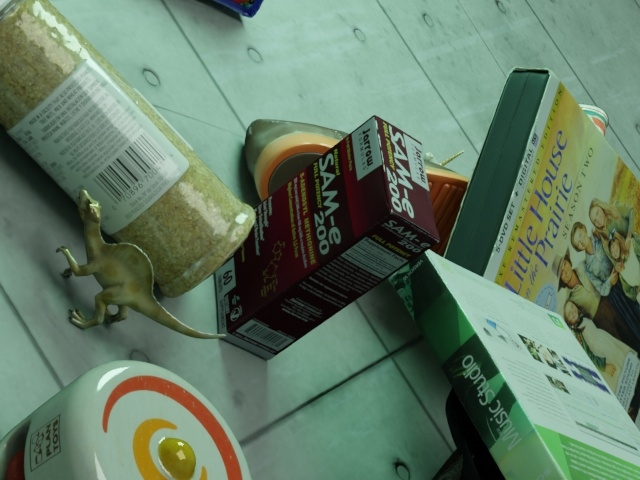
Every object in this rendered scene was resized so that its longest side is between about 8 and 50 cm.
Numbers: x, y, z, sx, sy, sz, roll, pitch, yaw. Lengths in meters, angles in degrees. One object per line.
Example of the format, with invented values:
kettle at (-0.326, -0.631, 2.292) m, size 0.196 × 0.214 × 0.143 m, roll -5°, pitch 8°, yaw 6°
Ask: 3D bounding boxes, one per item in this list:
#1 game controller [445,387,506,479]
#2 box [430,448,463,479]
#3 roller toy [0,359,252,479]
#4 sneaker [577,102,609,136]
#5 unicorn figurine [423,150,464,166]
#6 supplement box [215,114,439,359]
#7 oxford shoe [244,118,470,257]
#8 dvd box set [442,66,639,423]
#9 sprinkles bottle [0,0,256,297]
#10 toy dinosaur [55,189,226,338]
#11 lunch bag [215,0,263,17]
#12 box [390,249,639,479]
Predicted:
game controller at (0.245, 0.243, 1.633) m, size 0.319 × 0.067 × 0.166 m, roll 29°, pitch 37°, yaw -35°
box at (0.200, 0.308, 1.704) m, size 0.191 × 0.143 × 0.381 m, roll 54°, pitch 28°, yaw 1°
roller toy at (-0.153, 0.199, 1.309) m, size 0.191 × 0.146 × 0.209 m, roll 55°, pitch 31°, yaw 3°
sneaker at (0.322, -0.156, 2.351) m, size 0.075 × 0.161 × 0.057 m, roll -72°, pitch 163°, yaw -49°
unicorn figurine at (0.101, -0.074, 2.044) m, size 0.111 × 0.060 × 0.162 m, roll 39°, pitch 49°, yaw -25°
supplement box at (0.000, 0.000, 1.633) m, size 0.073 × 0.239 × 0.130 m, roll 29°, pitch 38°, yaw -36°
oxford shoe at (0.078, -0.058, 1.892) m, size 0.364 × 0.130 × 0.132 m, roll 23°, pitch 20°, yaw -30°
dvd box set at (0.289, 0.036, 1.944) m, size 0.420 × 0.062 × 0.307 m, roll 43°, pitch 61°, yaw -46°
sprinkles bottle at (-0.220, -0.107, 1.556) m, size 0.355 × 0.121 × 0.121 m, roll 47°, pitch 31°, yaw -13°
toy dinosaur at (-0.177, 0.045, 1.487) m, size 0.183 × 0.093 × 0.053 m, roll 50°, pitch 31°, yaw -6°
lunch bag at (-0.187, -0.410, 1.937) m, size 0.293 × 0.138 × 0.221 m, roll 9°, pitch 52°, yaw -35°
box at (0.216, 0.160, 1.606) m, size 0.232 × 0.058 × 0.322 m, roll 26°, pitch 23°, yaw -40°
